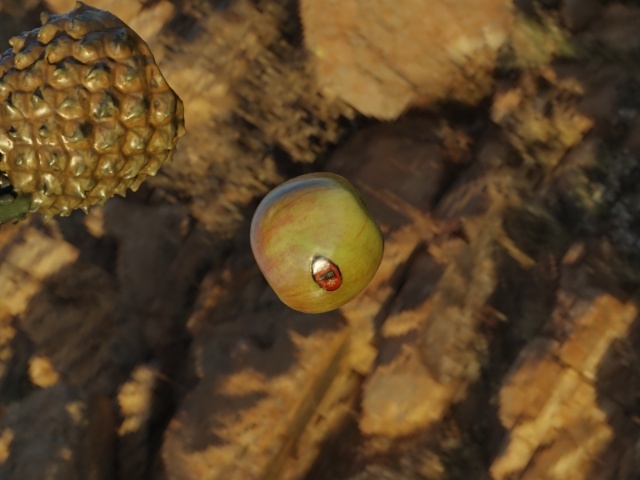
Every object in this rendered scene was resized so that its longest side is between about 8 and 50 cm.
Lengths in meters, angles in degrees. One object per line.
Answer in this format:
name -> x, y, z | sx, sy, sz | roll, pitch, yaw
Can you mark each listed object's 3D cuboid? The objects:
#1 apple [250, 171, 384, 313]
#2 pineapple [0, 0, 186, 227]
apple -> 0.000, 0.000, 0.819 | 0.071, 0.084, 0.084 | -28, 30, 12
pineapple -> -0.203, -0.017, 0.781 | 0.277, 0.119, 0.130 | -40, 21, -18
